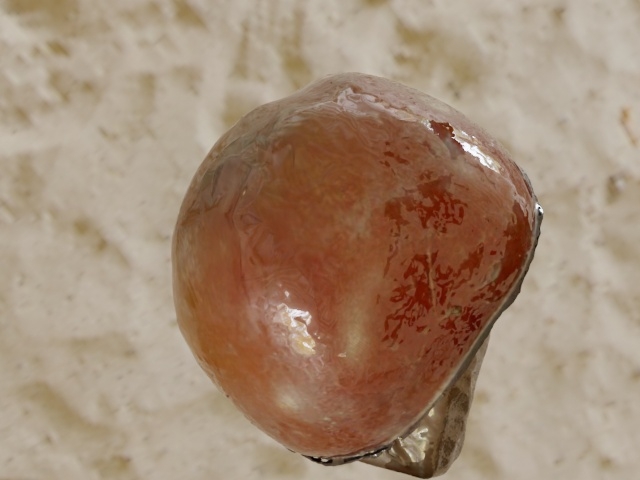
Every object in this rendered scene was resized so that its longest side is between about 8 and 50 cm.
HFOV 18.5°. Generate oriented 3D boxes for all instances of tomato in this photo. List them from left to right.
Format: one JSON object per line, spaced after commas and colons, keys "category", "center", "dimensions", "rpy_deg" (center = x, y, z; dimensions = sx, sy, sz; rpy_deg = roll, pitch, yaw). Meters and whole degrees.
{"category": "tomato", "center": [0.000, 0.000, 1.080], "dimensions": [0.155, 0.180, 0.214], "rpy_deg": [37, 78, -44]}

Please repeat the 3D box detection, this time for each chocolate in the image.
{"category": "chocolate", "center": [0.066, 0.112, 1.749], "dimensions": [0.093, 0.148, 0.214], "rpy_deg": [-32, 136, -66]}
